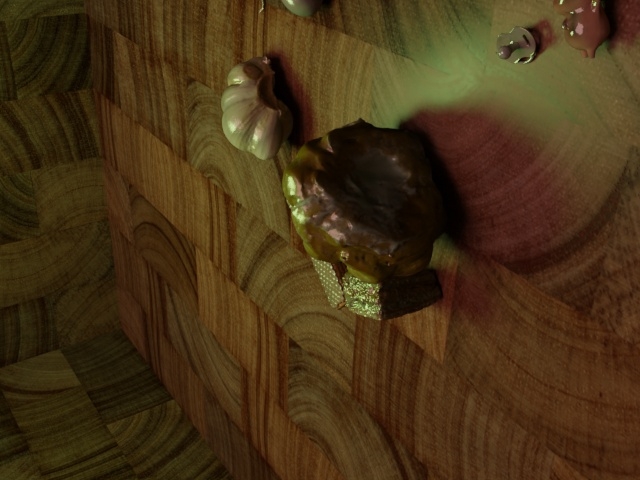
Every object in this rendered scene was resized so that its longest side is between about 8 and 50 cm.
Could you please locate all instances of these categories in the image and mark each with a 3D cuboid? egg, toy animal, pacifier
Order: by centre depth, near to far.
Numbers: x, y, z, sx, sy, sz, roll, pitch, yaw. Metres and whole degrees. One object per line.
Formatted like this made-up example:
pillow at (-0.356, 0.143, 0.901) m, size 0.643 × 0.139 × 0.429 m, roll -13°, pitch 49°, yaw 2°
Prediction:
toy animal at (0.407, -0.358, 1.175) m, size 0.083 × 0.089 × 0.150 m, roll 0°, pitch 103°, yaw 36°
pacifier at (0.334, -0.330, 1.314) m, size 0.068 × 0.064 × 0.083 m, roll 59°, pitch 152°, yaw -11°
egg at (-0.047, -0.588, 1.767) m, size 0.103 × 0.103 × 0.135 m, roll -33°, pitch 79°, yaw 59°

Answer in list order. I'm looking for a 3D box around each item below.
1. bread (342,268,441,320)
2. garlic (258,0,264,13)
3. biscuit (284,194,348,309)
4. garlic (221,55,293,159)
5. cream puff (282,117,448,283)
bread at (0.161, 0.109, 1.693) m, size 0.138 × 0.196 × 0.102 m, roll 11°, pitch 106°, yaw 56°
garlic at (-0.187, -0.735, 1.953) m, size 0.267 × 0.128 × 0.149 m, roll 101°, pitch 153°, yaw -55°
biscuit at (0.000, 0.000, 2.030) m, size 0.094 × 0.054 × 0.379 m, roll -39°, pitch 71°, yaw 57°
garlic at (-0.185, -0.342, 2.043) m, size 0.281 × 0.184 × 0.203 m, roll 64°, pitch 164°, yaw 15°
cream puff at (0.086, -0.069, 1.609) m, size 0.378 × 0.378 × 0.275 m, roll 63°, pitch 149°, yaw 17°
